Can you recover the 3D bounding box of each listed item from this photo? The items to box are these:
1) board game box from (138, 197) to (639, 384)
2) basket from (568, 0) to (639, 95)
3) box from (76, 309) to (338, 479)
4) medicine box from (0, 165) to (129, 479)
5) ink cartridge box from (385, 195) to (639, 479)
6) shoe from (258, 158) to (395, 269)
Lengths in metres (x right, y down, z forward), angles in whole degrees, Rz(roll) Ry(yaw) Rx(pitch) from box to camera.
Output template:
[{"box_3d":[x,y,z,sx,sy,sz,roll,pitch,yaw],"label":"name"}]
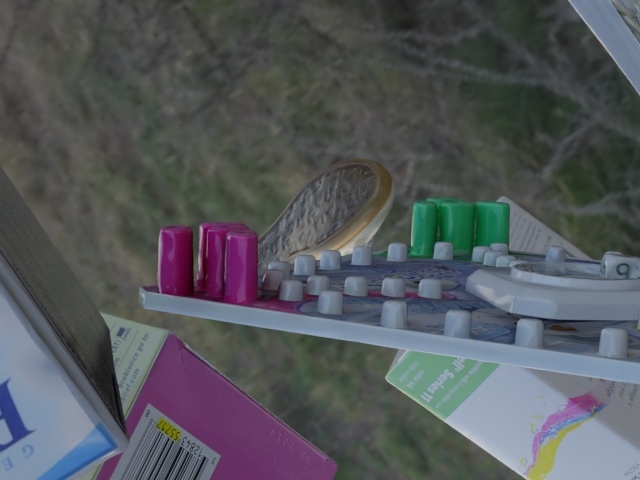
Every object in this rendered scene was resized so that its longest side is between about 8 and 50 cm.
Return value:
[{"box_3d":[0.157,0.020,0.948,0.390,0.390,0.050,7,98,29],"label":"board game box"},{"box_3d":[0.238,-0.166,1.025,0.103,0.113,0.167,-28,116,33],"label":"basket"},{"box_3d":[-0.153,0.133,1.063,0.243,0.117,0.213,13,159,38],"label":"box"},{"box_3d":[-0.243,0.079,0.739,0.149,0.263,0.289,58,175,-10],"label":"medicine box"},{"box_3d":[0.258,0.143,1.490,0.353,0.207,0.119,36,130,-3],"label":"ink cartridge box"},{"box_3d":[0.000,0.000,1.303,0.219,0.058,0.077,-37,45,45],"label":"shoe"}]
